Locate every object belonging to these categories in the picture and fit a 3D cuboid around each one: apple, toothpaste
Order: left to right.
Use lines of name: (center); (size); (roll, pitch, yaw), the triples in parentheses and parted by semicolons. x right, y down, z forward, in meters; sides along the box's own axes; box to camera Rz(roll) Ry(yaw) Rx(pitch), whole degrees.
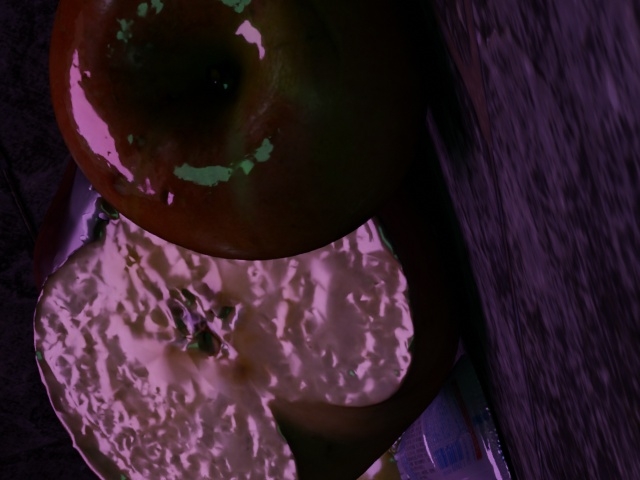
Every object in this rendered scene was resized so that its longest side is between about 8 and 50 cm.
apple: (-0.037, -0.085, 0.914); (0.196, 0.196, 0.196); (163, 90, -88)
apple: (-0.034, 0.036, 1.140); (0.251, 0.293, 0.163); (44, -151, 13)
toothpaste: (0.093, 0.140, 1.230); (0.234, 0.057, 0.089); (111, 141, -76)

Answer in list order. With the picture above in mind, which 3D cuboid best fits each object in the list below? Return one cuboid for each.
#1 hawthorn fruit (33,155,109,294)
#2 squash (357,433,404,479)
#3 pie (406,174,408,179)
hawthorn fruit: (-0.069, 0.005, 1.382); (0.308, 0.308, 0.325); (75, -153, -43)
squash: (0.060, 0.208, 1.495); (0.287, 0.137, 0.137); (76, 177, -52)
pie: (0.038, -0.064, 1.169); (0.092, 0.034, 0.170); (-113, 11, -50)
